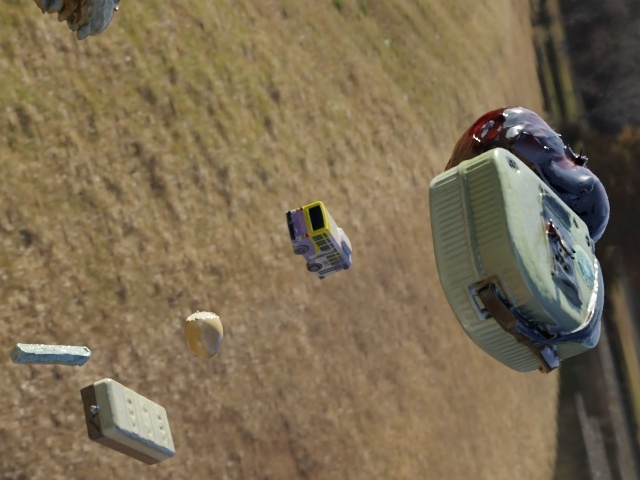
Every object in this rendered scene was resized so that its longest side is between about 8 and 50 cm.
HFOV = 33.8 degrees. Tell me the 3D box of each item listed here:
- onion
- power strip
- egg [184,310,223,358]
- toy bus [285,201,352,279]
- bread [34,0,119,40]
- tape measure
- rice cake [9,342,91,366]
[{"bbox_3d":[0.329,-0.078,1.690,0.221,0.281,0.280,114,-24,-57],"label":"onion"},{"bbox_3d":[-0.350,0.334,1.929,0.256,0.070,0.105,49,19,-62],"label":"power strip"},{"bbox_3d":[-0.239,0.195,2.166,0.080,0.080,0.096,-44,126,-71],"label":"egg"},{"bbox_3d":[0.000,0.000,1.282,0.102,0.058,0.052,54,20,-54],"label":"toy bus"},{"bbox_3d":[-0.353,-0.425,1.291,0.314,0.192,0.370,-95,160,-61],"label":"bread"},{"bbox_3d":[0.215,0.036,1.043,0.235,0.115,0.207,35,38,-42],"label":"tape measure"},{"bbox_3d":[-0.326,0.139,1.277,0.021,0.022,0.121,51,18,25],"label":"rice cake"}]
